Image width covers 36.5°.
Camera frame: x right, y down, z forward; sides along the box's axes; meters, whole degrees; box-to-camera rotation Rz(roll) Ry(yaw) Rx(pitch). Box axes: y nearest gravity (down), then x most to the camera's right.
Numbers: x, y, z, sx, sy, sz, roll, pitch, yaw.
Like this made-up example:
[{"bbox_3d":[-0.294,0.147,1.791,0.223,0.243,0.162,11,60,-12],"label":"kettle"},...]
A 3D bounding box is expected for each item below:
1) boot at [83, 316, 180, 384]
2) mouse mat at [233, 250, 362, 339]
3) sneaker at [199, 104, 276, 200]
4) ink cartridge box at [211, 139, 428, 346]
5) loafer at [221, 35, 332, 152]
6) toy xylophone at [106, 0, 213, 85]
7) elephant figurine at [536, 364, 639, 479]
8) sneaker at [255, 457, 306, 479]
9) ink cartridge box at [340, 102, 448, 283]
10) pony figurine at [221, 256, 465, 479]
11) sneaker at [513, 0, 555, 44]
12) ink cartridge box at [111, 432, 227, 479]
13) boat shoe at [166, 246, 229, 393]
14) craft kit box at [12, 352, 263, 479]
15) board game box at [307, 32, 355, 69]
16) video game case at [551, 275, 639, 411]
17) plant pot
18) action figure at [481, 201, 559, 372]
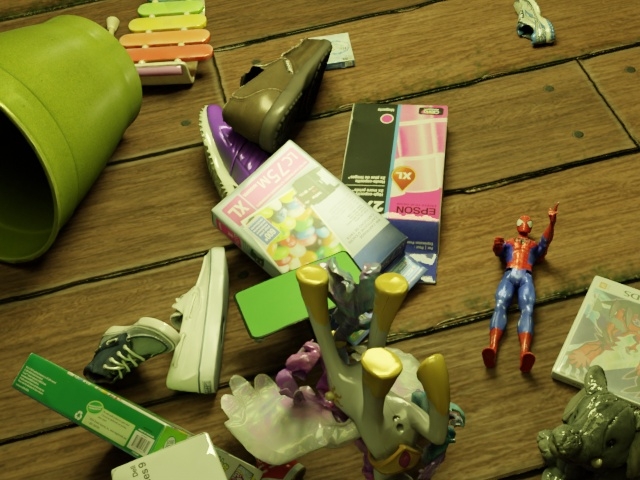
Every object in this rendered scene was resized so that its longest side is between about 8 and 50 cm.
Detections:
[{"bbox_3d":[-0.279,0.171,1.431,0.190,0.069,0.086,-18,36,52],"label":"boot"},{"bbox_3d":[-0.027,0.076,1.412,0.189,0.007,0.153,-21,27,-7],"label":"mouse mat"},{"bbox_3d":[-0.116,-0.130,1.699,0.146,0.102,0.293,-18,58,-10],"label":"sneaker"},{"bbox_3d":[0.000,0.000,1.535,0.311,0.065,0.186,42,71,14],"label":"ink cartridge box"},{"bbox_3d":[-0.075,-0.289,1.743,0.130,0.134,0.366,22,31,4],"label":"loafer"},{"bbox_3d":[-0.336,-0.417,1.975,0.236,0.081,0.323,-8,49,-1],"label":"toy xylophone"},{"bbox_3d":[0.366,0.246,1.230,0.169,0.239,0.186,3,50,9],"label":"elephant figurine"},{"bbox_3d":[-0.081,0.335,1.327,0.067,0.042,0.118,32,52,24],"label":"sneaker"},{"bbox_3d":[0.123,-0.091,1.666,0.175,0.069,0.371,3,52,8],"label":"ink cartridge box"},{"bbox_3d":[0.049,0.203,1.258,0.302,0.364,0.351,-18,38,-19],"label":"pony figurine"},{"bbox_3d":[0.415,-0.440,1.943,0.058,0.052,0.135,-21,50,-7],"label":"sneaker"},{"bbox_3d":[-0.129,0.392,1.119,0.121,0.289,0.211,-21,51,-12],"label":"ink cartridge box"},{"bbox_3d":[-0.189,0.114,1.494,0.084,0.095,0.258,1,48,1],"label":"boat shoe"},{"bbox_3d":[-0.233,0.247,1.261,0.249,0.247,0.061,20,73,32],"label":"craft kit box"},{"bbox_3d":[0.018,-0.377,1.947,0.090,0.020,0.090,-8,50,-1],"label":"board game box"},{"bbox_3d":[0.464,0.156,1.441,0.183,0.023,0.201,20,54,21],"label":"video game case"},{"bbox_3d":[-0.499,-0.211,1.671,0.366,0.367,0.353,16,41,18],"label":"plant pot"},{"bbox_3d":[0.305,0.046,1.483,0.091,0.139,0.280,8,48,10],"label":"action figure"}]
